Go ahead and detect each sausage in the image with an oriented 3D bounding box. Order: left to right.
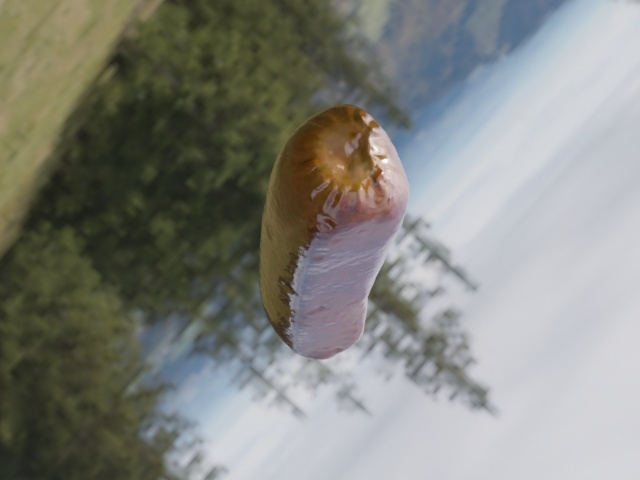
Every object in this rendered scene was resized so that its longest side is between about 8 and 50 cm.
[{"bbox_3d":[0.000,0.000,1.165,0.083,0.089,0.300,-23,161,-15],"label":"sausage"}]
